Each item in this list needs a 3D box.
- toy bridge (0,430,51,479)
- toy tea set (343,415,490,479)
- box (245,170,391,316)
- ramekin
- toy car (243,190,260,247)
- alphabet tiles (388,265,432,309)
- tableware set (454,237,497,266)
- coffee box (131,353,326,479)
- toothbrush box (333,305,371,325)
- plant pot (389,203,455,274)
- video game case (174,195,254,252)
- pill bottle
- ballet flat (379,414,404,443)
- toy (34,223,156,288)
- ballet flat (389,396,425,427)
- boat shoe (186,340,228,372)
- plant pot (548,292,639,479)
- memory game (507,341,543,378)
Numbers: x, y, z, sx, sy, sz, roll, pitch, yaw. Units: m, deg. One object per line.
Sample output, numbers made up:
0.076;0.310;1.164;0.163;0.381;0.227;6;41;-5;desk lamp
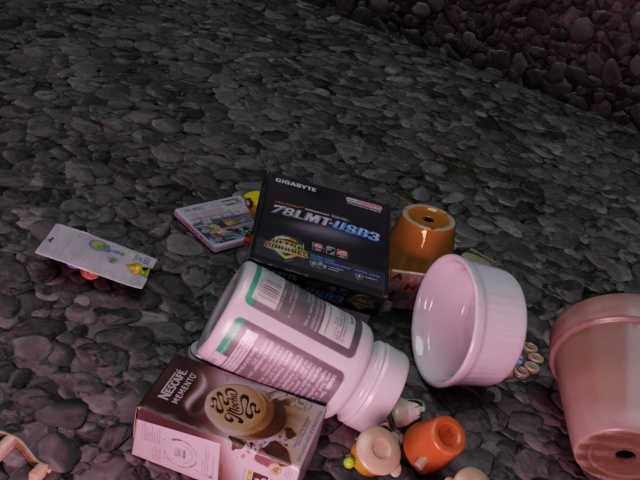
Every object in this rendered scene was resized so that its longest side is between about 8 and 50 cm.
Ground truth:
-0.534;0.351;1.539;0.188;0.026;0.063;20;31;10;toy bridge
0.137;0.425;1.628;0.336;0.124;0.200;-2;64;-29;toy tea set
0.000;0.000;1.948;0.296;0.073;0.293;16;43;-7;box
0.310;0.174;1.915;0.135;0.277;0.277;10;31;-20;ramekin
-0.063;-0.027;2.062;0.225;0.053;0.239;5;32;-9;toy car
0.260;0.112;2.070;0.237;0.198;0.009;8;57;-9;alphabet tiles
0.350;0.040;2.360;0.194;0.039;0.128;33;24;19;tableware set
-0.160;0.334;1.617;0.297;0.118;0.168;18;32;8;coffee box
-0.004;0.102;2.040;0.216;0.126;0.295;8;32;-5;toothbrush box
0.237;0.024;2.189;0.205;0.187;0.205;10;30;-6;plant pot
-0.232;-0.044;2.289;0.201;0.023;0.183;-15;41;-39;video game case
-0.030;0.207;1.722;0.361;0.204;0.204;30;30;-9;pill bottle
0.129;0.350;1.780;0.041;0.041;0.114;3;32;-17;ballet flat
-0.491;0.050;2.011;0.237;0.056;0.137;17;28;-3;toy
0.171;0.322;1.756;0.052;0.057;0.168;-7;-5;14;ballet flat
-0.131;0.217;1.844;0.268;0.088;0.096;7;32;-10;boat shoe
0.606;0.313;1.808;0.323;0.323;0.280;15;48;4;plant pot
0.412;0.248;2.072;0.186;0.012;0.186;10;32;-6;memory game
